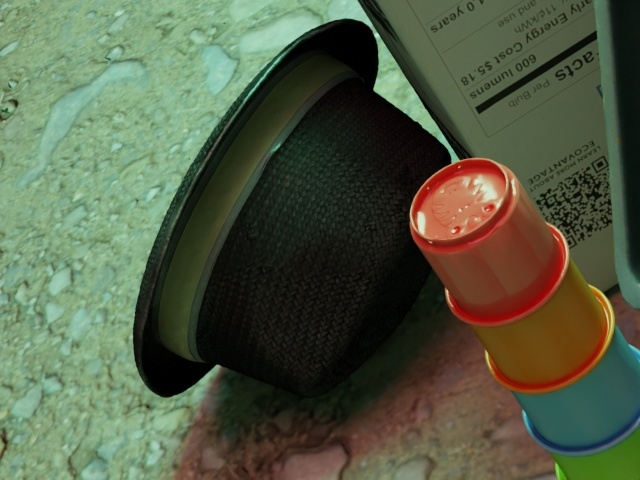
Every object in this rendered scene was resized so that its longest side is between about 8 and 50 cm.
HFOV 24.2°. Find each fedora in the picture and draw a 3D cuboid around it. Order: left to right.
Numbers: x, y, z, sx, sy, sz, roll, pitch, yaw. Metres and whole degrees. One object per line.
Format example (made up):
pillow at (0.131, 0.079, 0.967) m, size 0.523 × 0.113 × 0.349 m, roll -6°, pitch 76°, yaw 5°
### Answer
fedora at (0.000, 0.000, 1.162) m, size 0.152 × 0.334 × 0.334 m, roll 28°, pitch 66°, yaw 16°

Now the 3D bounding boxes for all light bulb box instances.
light bulb box at (0.217, -0.210, 1.084) m, size 0.358 × 0.361 × 0.225 m, roll -33°, pitch 36°, yaw 4°

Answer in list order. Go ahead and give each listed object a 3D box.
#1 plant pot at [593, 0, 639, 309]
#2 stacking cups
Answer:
plant pot at (0.340, -0.097, 0.887) m, size 0.252 × 0.248 × 0.247 m, roll -16°, pitch 13°, yaw -42°
stacking cups at (0.144, 0.072, 0.884) m, size 0.096 × 0.316 × 0.096 m, roll -23°, pitch 38°, yaw 19°
